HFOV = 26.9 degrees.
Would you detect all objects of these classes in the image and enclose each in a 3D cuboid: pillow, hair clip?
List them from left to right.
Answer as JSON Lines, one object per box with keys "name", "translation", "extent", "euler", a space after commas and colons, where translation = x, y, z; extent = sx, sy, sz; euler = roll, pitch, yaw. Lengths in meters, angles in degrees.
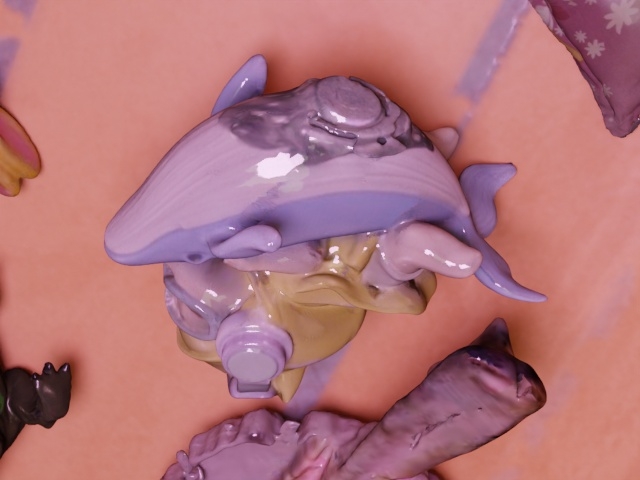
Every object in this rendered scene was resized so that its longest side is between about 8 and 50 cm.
{"name": "hair clip", "translation": [0.023, 0.129, 0.717], "extent": [0.173, 0.069, 0.300], "euler": [34, 131, -9]}
{"name": "pillow", "translation": [0.133, -0.148, 0.621], "extent": [0.118, 0.043, 0.185], "euler": [-36, 103, 21]}

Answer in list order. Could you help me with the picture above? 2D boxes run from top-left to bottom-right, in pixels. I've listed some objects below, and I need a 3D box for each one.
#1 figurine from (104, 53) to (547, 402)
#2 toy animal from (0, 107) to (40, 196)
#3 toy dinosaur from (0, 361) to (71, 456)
{"name": "figurine", "translation": [0.000, 0.000, 0.652], "extent": [0.208, 0.128, 0.184], "euler": [3, 135, -6]}
{"name": "toy animal", "translation": [-0.200, -0.086, 0.679], "extent": [0.083, 0.070, 0.159], "euler": [-32, 109, 20]}
{"name": "toy dinosaur", "translation": [-0.227, 0.079, 0.773], "extent": [0.179, 0.087, 0.187], "euler": [-14, 95, 50]}
